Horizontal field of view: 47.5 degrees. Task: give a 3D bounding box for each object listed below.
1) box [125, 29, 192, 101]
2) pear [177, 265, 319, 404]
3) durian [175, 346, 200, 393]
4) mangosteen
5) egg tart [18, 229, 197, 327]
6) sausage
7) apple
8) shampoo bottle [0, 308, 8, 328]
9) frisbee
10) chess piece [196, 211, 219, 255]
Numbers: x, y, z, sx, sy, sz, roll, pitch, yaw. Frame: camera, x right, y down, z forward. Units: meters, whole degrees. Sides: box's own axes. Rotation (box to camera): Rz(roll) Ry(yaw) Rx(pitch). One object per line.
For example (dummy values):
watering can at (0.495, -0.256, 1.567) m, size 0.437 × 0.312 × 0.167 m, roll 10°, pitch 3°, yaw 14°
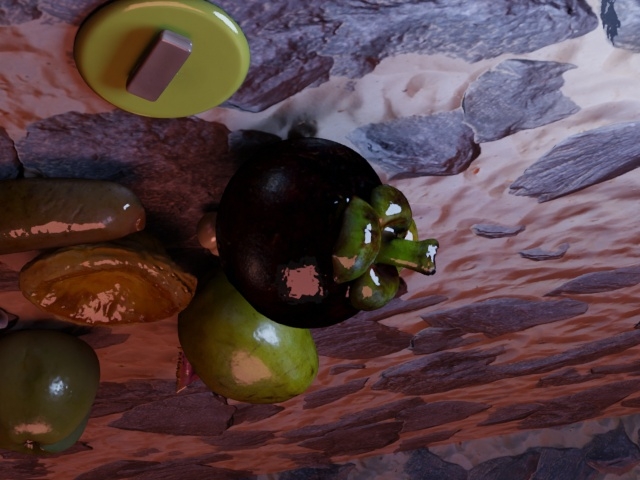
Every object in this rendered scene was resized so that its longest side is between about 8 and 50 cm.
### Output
box at (-0.214, -0.231, 0.961) m, size 0.048 × 0.025 × 0.115 m, roll 19°, pitch 141°, yaw -30°
pear at (-0.147, 0.197, 1.481) m, size 0.252 × 0.253 × 0.307 m, roll -27°, pitch 114°, yaw 29°
durian at (-0.212, 0.219, 1.666) m, size 0.260 × 0.154 × 0.187 m, roll -5°, pitch 128°, yaw 0°
mangosteen at (-0.009, -0.005, 1.148) m, size 0.329 × 0.330 × 0.330 m, roll -6°, pitch 150°, yaw -4°
egg tart at (-0.385, 0.059, 1.340) m, size 0.318 × 0.128 × 0.319 m, roll -2°, pitch 150°, yaw -1°
sausage at (-0.532, -0.027, 1.160) m, size 0.500 × 0.123 × 0.136 m, roll -11°, pitch 119°, yaw 1°
apple at (-0.638, 0.345, 1.646) m, size 0.291 × 0.254 × 0.292 m, roll -3°, pitch 147°, yaw -2°
shampoo bottle at (-0.722, 0.171, 1.534) m, size 0.099 × 0.043 × 0.072 m, roll -16°, pitch 148°, yaw 15°
frisbee at (-0.212, -0.241, 0.986) m, size 0.235 × 0.017 × 0.236 m, roll -7°, pitch 150°, yaw -4°
chess piece at (-0.070, 0.036, 1.408) m, size 0.397 × 0.117 × 0.117 m, roll 22°, pitch 138°, yaw -38°
